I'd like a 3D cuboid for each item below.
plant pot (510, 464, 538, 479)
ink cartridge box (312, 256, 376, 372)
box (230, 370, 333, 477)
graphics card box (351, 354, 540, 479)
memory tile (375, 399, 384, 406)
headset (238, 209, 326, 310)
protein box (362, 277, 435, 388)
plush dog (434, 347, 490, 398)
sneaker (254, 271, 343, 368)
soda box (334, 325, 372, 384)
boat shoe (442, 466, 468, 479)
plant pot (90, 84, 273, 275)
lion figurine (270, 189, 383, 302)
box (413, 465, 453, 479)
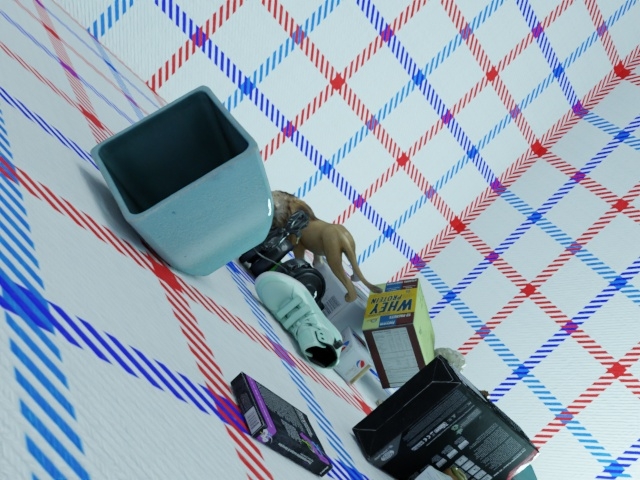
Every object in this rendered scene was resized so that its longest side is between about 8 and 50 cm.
[{"bbox_3d":[0.422,0.607,1.684,0.165,0.166,0.234,44,13,-21],"label":"plant pot"},{"bbox_3d":[0.070,0.203,2.123,0.309,0.130,0.272,43,6,-41],"label":"ink cartridge box"},{"bbox_3d":[-0.057,0.270,1.062,0.162,0.029,0.116,41,7,-36],"label":"box"},{"bbox_3d":[0.260,0.405,1.459,0.371,0.233,0.094,41,10,-39],"label":"graphics card box"},{"bbox_3d":[0.193,0.449,1.835,0.113,0.012,0.148,48,6,27],"label":"memory tile"},{"bbox_3d":[-0.075,0.052,1.794,0.243,0.185,0.394,47,-7,20],"label":"headset"},{"bbox_3d":[0.210,0.243,1.907,0.199,0.136,0.201,-71,147,-57],"label":"protein box"},{"bbox_3d":[0.332,0.458,1.977,0.225,0.262,0.211,38,36,13],"label":"plush dog"},{"bbox_3d":[-0.044,0.174,1.598,0.256,0.094,0.151,44,8,-9],"label":"sneaker"},{"bbox_3d":[0.074,0.283,1.815,0.069,0.074,0.216,46,4,-5],"label":"soda box"},{"bbox_3d":[0.321,0.569,1.372,0.307,0.104,0.111,47,4,4],"label":"boat shoe"},{"bbox_3d":[-0.228,-0.082,1.344,0.247,0.248,0.252,50,-12,41],"label":"plant pot"},{"bbox_3d":[0.000,0.000,1.899,0.392,0.142,0.240,14,-55,44],"label":"lion figurine"},{"bbox_3d":[0.213,0.478,1.303,0.101,0.087,0.102,41,6,-49],"label":"box"}]
